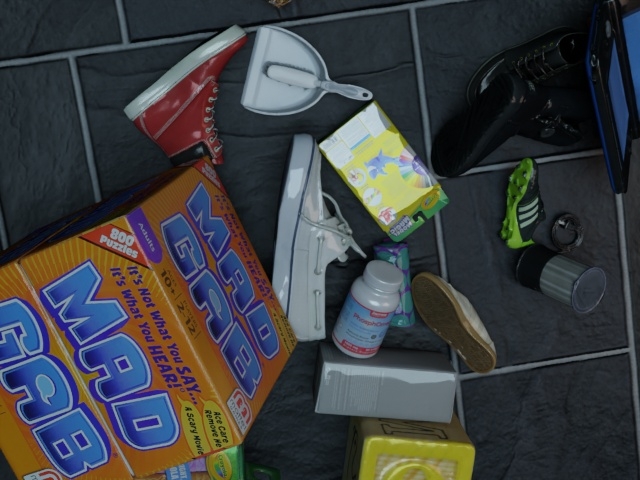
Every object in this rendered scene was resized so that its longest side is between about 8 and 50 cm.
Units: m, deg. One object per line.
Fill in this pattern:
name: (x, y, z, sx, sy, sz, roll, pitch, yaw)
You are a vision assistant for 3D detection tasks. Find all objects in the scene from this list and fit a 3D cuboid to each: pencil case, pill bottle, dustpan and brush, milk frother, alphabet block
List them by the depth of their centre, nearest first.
dustpan and brush: (-0.017, -0.269, 1.687, 0.211, 0.060, 0.147, 13, 99, -7)
pill bottle: (0.083, 0.115, 1.700, 0.087, 0.087, 0.160, 16, 122, -7)
milk frother: (0.438, 0.036, 1.741, 0.129, 0.135, 0.143, 1, 107, -38)
alphabet block: (0.148, 0.400, 1.754, 0.194, 0.197, 0.192, 5, 100, -5)
pencil case: (0.129, 0.076, 1.757, 0.065, 0.070, 0.151, -5, 102, 4)

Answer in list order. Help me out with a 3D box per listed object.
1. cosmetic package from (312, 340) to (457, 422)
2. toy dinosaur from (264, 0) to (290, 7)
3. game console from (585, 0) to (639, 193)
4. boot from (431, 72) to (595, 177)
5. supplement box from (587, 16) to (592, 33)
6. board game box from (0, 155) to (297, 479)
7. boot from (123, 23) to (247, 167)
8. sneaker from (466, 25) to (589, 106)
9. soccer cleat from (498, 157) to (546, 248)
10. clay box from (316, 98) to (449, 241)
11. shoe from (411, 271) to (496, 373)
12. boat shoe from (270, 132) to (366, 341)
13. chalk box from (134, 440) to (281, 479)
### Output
cosmetic package: (0.110, 0.248, 1.760, 0.238, 0.127, 0.107, 9, 100, -4)
toy dinosaur: (-0.047, -0.549, 1.615, 0.219, 0.164, 0.321, 21, 80, -22)
game console: (0.546, -0.261, 1.623, 0.173, 0.250, 0.293, -4, 134, 25)
boot: (0.333, -0.180, 1.704, 0.207, 0.094, 0.246, 7, 143, -31)
supplement box: (0.583, -0.371, 1.708, 0.234, 0.078, 0.080, -15, 101, -1)
board game box: (-0.300, 0.130, 1.544, 0.357, 0.356, 0.356, -22, 102, 18)
boot: (-0.181, -0.229, 1.671, 0.244, 0.088, 0.176, -39, 101, 11)
sneaker: (0.349, -0.292, 1.682, 0.222, 0.118, 0.083, -34, 101, 2)
soccer cleat: (0.360, -0.066, 1.743, 0.072, 0.060, 0.178, -5, 125, -16)
clay box: (0.108, -0.118, 1.729, 0.127, 0.053, 0.222, -38, 102, 3)
shoe: (0.240, 0.141, 1.791, 0.077, 0.058, 0.219, -33, 98, 33)
boat shoe: (0.000, 0.004, 1.702, 0.157, 0.136, 0.366, 5, 103, -5)
chalk box: (-0.213, 0.403, 1.736, 0.289, 0.180, 0.179, -2, 101, -5)
